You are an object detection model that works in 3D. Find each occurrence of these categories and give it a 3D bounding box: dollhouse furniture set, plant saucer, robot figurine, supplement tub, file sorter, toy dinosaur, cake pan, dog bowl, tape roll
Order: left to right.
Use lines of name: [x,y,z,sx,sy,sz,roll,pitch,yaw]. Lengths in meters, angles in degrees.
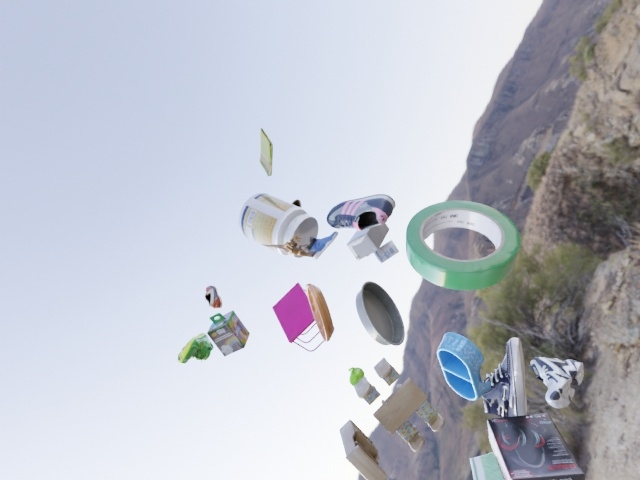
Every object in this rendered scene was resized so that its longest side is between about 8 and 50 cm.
supplement tub: [-0.189,-0.067,1.906,0.228,0.316,0.229,-37,-40,-40]
toy dinosaur: [-0.121,0.030,1.595,0.112,0.211,0.064,110,173,-52]
file sorter: [-0.086,0.409,2.222,0.202,0.291,0.182,-45,-53,4]
plant saucer: [0.000,0.234,1.388,0.037,0.200,0.200,-18,-39,-9]
robot figurine: [0.171,0.640,1.974,0.067,0.101,0.115,-49,-1,17]
cake pan: [0.247,0.312,1.769,0.054,0.293,0.293,-35,-7,28]
supplement tub: [0.312,0.053,1.993,0.107,0.071,0.071,-35,-20,10]
dollhouse furniture set: [0.177,0.475,1.090,0.242,0.212,0.161,-44,4,-2]
tape roll: [0.419,0.005,1.263,0.321,0.321,0.077,-51,-35,-36]
dog bowl: [0.522,0.472,1.551,0.074,0.165,0.297,-39,-59,-26]

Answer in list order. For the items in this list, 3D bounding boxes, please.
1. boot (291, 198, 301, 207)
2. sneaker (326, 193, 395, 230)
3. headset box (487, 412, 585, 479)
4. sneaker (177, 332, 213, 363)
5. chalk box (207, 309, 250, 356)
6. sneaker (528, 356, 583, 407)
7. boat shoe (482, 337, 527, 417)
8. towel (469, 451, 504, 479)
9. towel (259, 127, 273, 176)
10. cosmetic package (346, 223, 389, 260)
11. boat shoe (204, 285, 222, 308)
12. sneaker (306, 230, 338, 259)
boot: [-0.167,-0.116,2.389,0.165,0.077,0.213,119,169,-50]
sneaker: [0.133,-0.089,1.641,0.112,0.318,0.131,51,-133,-24]
headset box: [0.704,0.723,1.388,0.293,0.217,0.110,-73,-28,-71]
sneaker: [-0.616,0.552,2.124,0.109,0.123,0.295,-50,-4,9]
chalk box: [-0.483,0.459,2.163,0.213,0.132,0.132,60,-166,-16]
sneaker: [0.764,0.464,1.414,0.234,0.153,0.094,-30,-69,-36]
boat shoe: [0.695,0.531,1.613,0.127,0.158,0.341,-25,-70,-58]
towel: [0.732,0.847,1.593,0.324,0.038,0.248,-29,-3,13]
towel: [-0.249,-0.392,1.898,0.021,0.102,0.237,-28,-19,-19]
cosmetic package: [0.225,-0.017,1.961,0.127,0.107,0.238,-31,7,30]
boat shoe: [-0.388,0.199,1.495,0.043,0.137,0.049,5,-69,-32]
sneaker: [0.000,0.000,1.751,0.152,0.084,0.058,-47,-3,-5]
